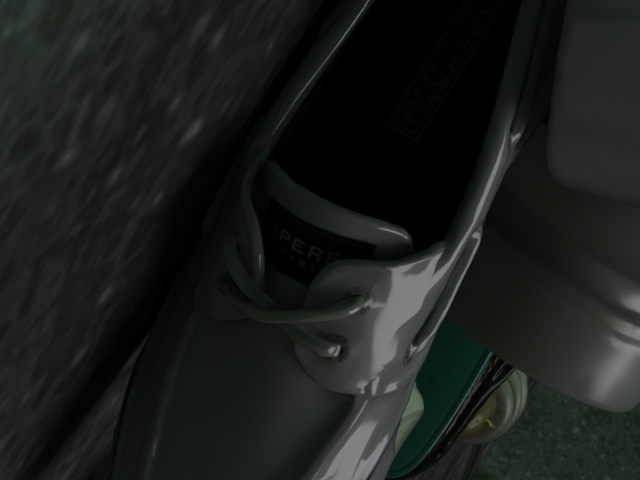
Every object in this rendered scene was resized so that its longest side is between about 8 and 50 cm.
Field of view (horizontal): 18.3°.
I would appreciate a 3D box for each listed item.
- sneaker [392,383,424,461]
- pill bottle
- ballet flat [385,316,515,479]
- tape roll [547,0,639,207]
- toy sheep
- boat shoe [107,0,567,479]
[{"bbox_3d":[-0.023,0.195,1.018,0.292,0.118,0.110,-54,168,-15],"label":"sneaker"},{"bbox_3d":[0.169,-0.079,0.885,0.301,0.169,0.169,-59,169,14],"label":"pill bottle"},{"bbox_3d":[0.101,0.016,1.132,0.280,0.095,0.096,-47,-178,12],"label":"ballet flat"},{"bbox_3d":[0.159,-0.138,0.627,0.286,0.100,0.286,16,90,-79],"label":"tape roll"},{"bbox_3d":[0.108,0.105,1.441,0.091,0.091,0.132,-60,-177,25],"label":"toy sheep"},{"bbox_3d":[0.000,0.000,0.617,0.258,0.095,0.084,-66,166,-2],"label":"boat shoe"}]
